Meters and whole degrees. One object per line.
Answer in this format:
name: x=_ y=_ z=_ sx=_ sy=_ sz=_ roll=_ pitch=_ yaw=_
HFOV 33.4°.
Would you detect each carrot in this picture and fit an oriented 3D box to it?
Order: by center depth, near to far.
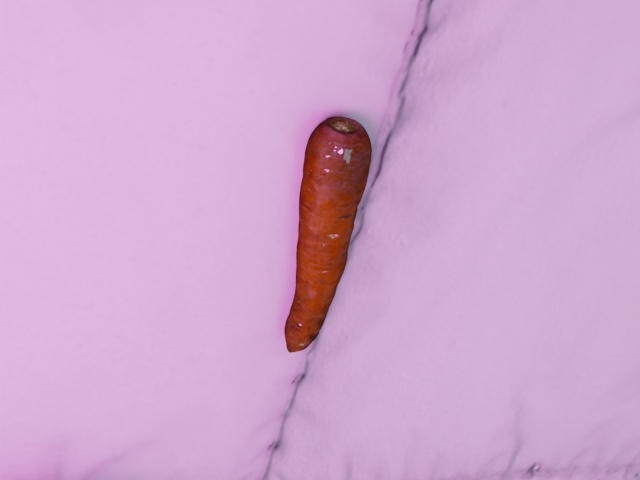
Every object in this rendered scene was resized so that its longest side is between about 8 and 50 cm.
carrot: x=0.000 y=0.000 z=0.762 sx=0.047 sy=0.047 sz=0.191 roll=-7 pitch=127 yaw=-27
